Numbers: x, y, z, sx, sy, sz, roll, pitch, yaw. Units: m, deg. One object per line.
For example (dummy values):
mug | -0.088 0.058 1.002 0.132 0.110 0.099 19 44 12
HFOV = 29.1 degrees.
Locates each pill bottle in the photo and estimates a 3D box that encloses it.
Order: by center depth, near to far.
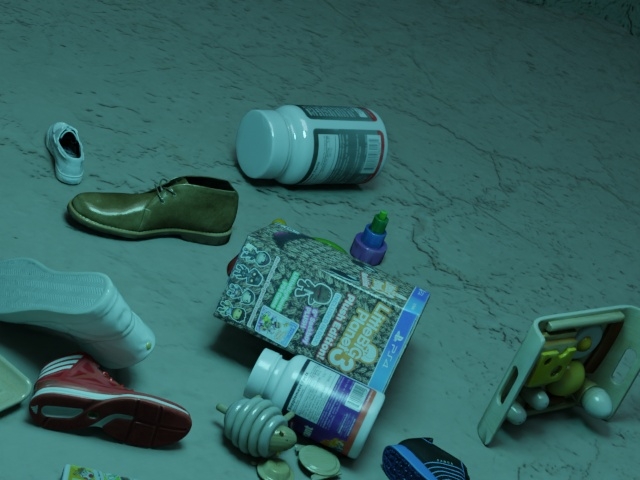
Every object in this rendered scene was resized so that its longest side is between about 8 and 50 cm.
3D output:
pill bottle | -0.011 0.236 1.824 0.193 0.108 0.108 25 29 6
pill bottle | -0.019 -0.193 2.486 0.283 0.161 0.161 -2 37 -36

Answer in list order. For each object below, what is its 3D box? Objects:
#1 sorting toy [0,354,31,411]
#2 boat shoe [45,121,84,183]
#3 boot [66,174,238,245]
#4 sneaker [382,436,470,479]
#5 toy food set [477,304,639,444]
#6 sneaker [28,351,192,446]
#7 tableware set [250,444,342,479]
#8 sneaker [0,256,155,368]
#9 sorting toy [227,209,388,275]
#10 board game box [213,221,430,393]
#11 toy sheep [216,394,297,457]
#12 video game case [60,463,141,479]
sorting toy | -0.522 0.190 1.635 0.193 0.038 0.208 35 36 22
boat shoe | -0.464 -0.175 2.254 0.066 0.063 0.184 11 31 -19
boot | -0.287 -0.070 2.147 0.305 0.115 0.112 4 36 -28
sneaker | 0.189 0.364 1.771 0.090 0.081 0.232 -11 41 -34
toy food set | 0.413 0.227 2.011 0.306 0.219 0.092 -4 38 -39
sneaker | -0.286 0.207 1.712 0.221 0.087 0.128 15 31 -15
tableware set | -0.015 0.346 1.728 0.141 0.020 0.168 2 33 -33
sneaker | -0.374 0.118 1.799 0.293 0.169 0.108 9 57 38
sorting toy | 0.000 0.000 2.212 0.366 0.126 0.127 -11 43 -44
board game box | 0.009 0.101 1.962 0.291 0.141 0.232 25 9 5
toy sheep | -0.092 0.263 1.752 0.132 0.091 0.091 19 25 26
video game case | -0.231 0.381 1.518 0.206 0.026 0.227 15 30 -12
